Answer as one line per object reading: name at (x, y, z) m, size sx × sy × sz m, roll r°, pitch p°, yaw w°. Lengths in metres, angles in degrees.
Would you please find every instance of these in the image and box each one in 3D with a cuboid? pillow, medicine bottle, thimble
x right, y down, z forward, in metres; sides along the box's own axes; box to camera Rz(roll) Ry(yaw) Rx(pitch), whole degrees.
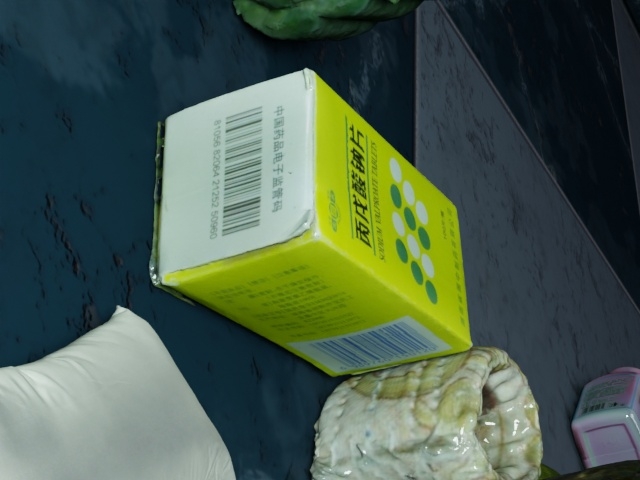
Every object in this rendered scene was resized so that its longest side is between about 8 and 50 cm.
pillow at (-0.140, 0.111, 0.600) m, size 0.254 × 0.078 × 0.144 m, roll -13°, pitch 77°, yaw -65°
medicine bottle at (0.413, 0.248, 1.591) m, size 0.119 × 0.094 × 0.188 m, roll 67°, pitch 27°, yaw -11°
medicine bottle at (0.000, 0.000, 0.871) m, size 0.250 × 0.141 × 0.137 m, roll 37°, pitch 46°, yaw -51°
thimble at (0.087, 0.162, 0.940) m, size 0.190 × 0.144 × 0.137 m, roll 6°, pitch 70°, yaw -62°

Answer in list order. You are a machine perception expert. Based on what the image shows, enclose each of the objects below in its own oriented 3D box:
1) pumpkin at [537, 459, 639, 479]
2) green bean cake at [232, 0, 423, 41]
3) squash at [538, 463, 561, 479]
pumpkin at (0.239, 0.325, 0.797) m, size 0.454 × 0.454 × 0.343 m, roll 31°, pitch 45°, yaw -55°
green bean cake at (0.043, -0.344, 0.966) m, size 0.169 × 0.308 × 0.300 m, roll -24°, pitch 95°, yaw -63°
squash at (0.213, 0.268, 1.209) m, size 0.318 × 0.071 × 0.080 m, roll 30°, pitch 50°, yaw -55°
